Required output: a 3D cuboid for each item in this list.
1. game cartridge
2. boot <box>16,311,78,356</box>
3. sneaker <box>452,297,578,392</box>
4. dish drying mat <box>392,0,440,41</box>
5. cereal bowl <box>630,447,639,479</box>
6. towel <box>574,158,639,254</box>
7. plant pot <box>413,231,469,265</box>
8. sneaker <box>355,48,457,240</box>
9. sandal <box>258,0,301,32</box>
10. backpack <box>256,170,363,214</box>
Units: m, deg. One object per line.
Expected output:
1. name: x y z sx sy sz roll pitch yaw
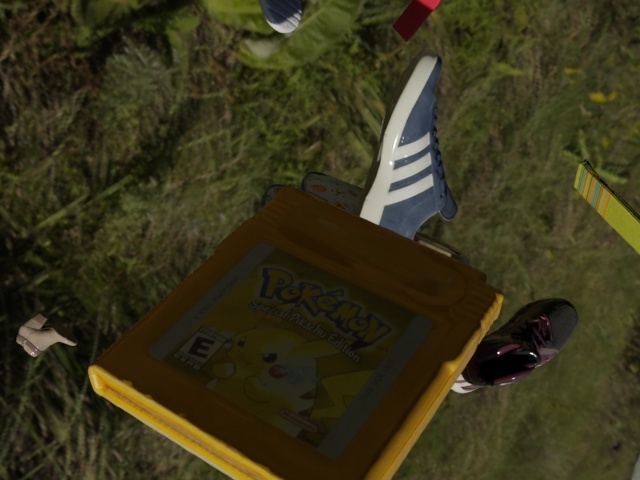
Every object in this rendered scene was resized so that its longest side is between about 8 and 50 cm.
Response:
1. game cartridge: -0.010 0.090 0.808 0.324 0.285 0.053 -47 152 -37
2. boot: -0.581 0.210 1.750 0.087 0.118 0.042 -52 175 9
3. sneaker: 0.356 0.181 1.403 0.281 0.106 0.162 -27 -179 -18
4. dish drying mat: 0.133 -0.314 1.144 0.008 0.032 0.083 -38 173 -44
5. cereal bowl: 0.509 0.268 0.853 0.339 0.339 0.141 -35 -150 16
6. towel: 0.558 -0.045 1.534 0.021 0.237 0.102 -35 155 -5
7. plant pot: 0.185 0.131 1.661 0.256 0.256 0.274 -45 160 -80
8. sneaker: 0.155 -0.114 1.291 0.131 0.148 0.350 -84 -170 -74
9. sandal: -0.100 -0.429 1.234 0.076 0.265 0.102 -15 174 43
10. backpack: 0.000 0.000 1.518 0.276 0.263 0.213 -106 -149 -67
